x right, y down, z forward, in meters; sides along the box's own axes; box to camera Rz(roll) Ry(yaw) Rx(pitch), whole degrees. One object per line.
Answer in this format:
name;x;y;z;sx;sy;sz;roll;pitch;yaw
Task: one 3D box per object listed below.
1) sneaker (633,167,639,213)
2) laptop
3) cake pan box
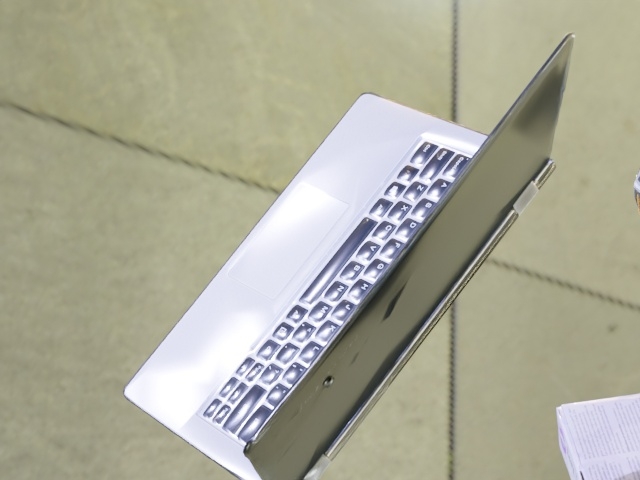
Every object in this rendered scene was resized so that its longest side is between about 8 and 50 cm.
sneaker;0.352;-0.052;1.594;0.084;0.083;0.215;21;2;22
laptop;0.000;0.000;1.314;0.382;0.408;0.236;-51;132;-12
cake pan box;0.381;0.248;1.580;0.245;0.070;0.267;-8;39;-4
